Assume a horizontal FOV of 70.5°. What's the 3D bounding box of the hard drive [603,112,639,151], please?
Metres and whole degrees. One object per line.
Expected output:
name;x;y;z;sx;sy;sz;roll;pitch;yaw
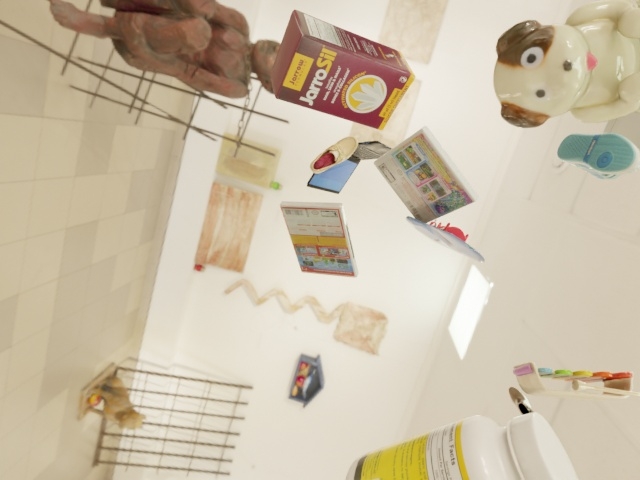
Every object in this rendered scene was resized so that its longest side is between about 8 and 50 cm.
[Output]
hard drive;1.207;-0.412;1.642;0.353;0.047;0.233;-107;-162;-48

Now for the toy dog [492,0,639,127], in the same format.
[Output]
toy dog;0.587;-0.415;1.054;0.395;0.408;0.284;31;-47;53

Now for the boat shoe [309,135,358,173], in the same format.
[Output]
boat shoe;0.043;-0.259;1.381;0.170;0.063;0.059;-36;-173;6

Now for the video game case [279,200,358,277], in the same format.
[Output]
video game case;0.000;0.000;1.429;0.025;0.204;0.285;-61;146;-44

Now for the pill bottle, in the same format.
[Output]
pill bottle;0.219;0.398;0.725;0.334;0.188;0.188;-32;-163;26

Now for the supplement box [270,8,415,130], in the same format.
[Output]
supplement box;0.031;-0.250;0.683;0.104;0.188;0.080;-58;-147;40

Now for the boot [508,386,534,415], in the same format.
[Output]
boot;0.590;0.481;1.327;0.042;0.118;0.087;-42;146;11

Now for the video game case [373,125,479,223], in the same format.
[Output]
video game case;0.188;-0.112;0.828;0.019;0.157;0.143;-43;-172;-33

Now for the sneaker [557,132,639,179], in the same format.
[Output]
sneaker;0.954;-0.260;1.469;0.319;0.208;0.127;-111;-137;-67

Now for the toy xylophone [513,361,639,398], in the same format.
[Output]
toy xylophone;0.738;0.402;1.285;0.236;0.323;0.081;123;-27;-65

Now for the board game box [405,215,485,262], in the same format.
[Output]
board game box;0.245;-0.016;0.872;0.133;0.169;0.033;34;87;-44

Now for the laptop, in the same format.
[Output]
laptop;0.123;-0.243;1.556;0.234;0.264;0.136;2;89;-60
